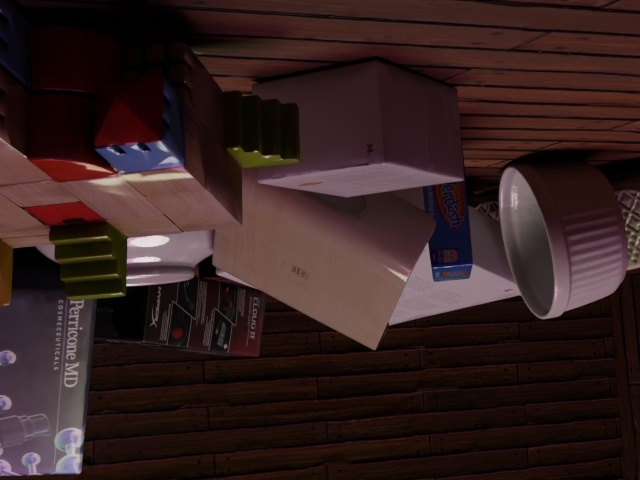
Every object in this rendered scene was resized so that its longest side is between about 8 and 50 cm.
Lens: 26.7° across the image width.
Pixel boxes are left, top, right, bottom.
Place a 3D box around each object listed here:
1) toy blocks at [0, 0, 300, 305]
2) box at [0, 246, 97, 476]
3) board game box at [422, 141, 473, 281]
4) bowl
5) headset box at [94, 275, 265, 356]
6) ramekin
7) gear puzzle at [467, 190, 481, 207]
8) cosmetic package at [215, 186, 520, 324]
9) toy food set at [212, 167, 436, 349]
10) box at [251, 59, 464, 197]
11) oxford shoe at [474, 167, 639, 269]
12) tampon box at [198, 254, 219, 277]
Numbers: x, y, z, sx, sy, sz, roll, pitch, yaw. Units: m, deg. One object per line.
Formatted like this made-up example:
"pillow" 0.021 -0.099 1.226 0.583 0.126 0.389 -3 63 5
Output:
"toy blocks" -0.229 -0.079 0.974 0.382 0.190 0.261 -5 163 11
"box" -0.506 0.136 1.756 0.396 0.293 0.212 0 -153 -17
"board game box" 0.139 -0.041 1.498 0.047 0.160 0.210 -5 175 4
"bowl" -0.226 -0.016 1.626 0.298 0.134 0.298 -4 173 0
"headset box" -0.238 0.108 2.023 0.218 0.110 0.293 1 172 35
"ramekin" 0.317 -0.008 1.757 0.109 0.207 0.207 -12 175 -9
"gear puzzle" 0.049 -0.038 1.947 0.339 0.044 0.175 -2 157 -17
"cosmetic package" 0.081 0.019 1.877 0.284 0.097 0.377 -13 158 34
"toy food set" 0.000 0.000 1.493 0.220 0.092 0.306 28 157 6
"box" 0.037 -0.097 1.224 0.130 0.091 0.170 -7 174 28
"oxford shoe" 0.372 -0.017 1.965 0.130 0.169 0.449 -27 -172 -36
"tampon box" -0.088 0.002 2.020 0.161 0.101 0.120 1 173 -45
